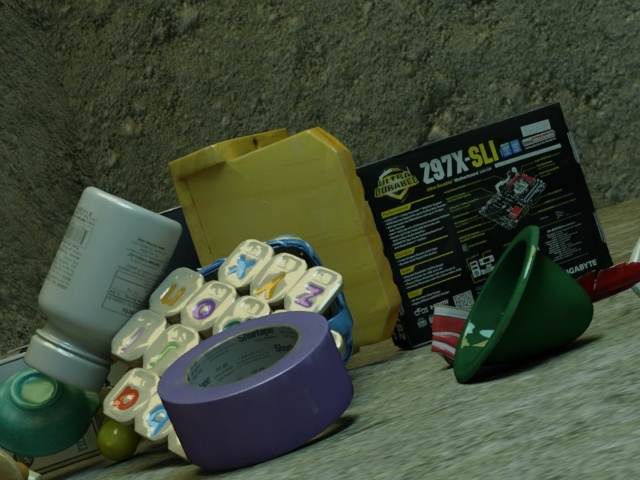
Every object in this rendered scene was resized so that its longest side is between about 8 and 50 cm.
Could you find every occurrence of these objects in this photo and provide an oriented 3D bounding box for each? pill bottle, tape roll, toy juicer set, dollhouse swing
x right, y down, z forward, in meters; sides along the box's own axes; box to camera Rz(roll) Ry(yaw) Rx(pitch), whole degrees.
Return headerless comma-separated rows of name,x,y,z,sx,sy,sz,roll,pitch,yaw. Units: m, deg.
pill bottle,-0.270,0.061,1.881,0.131,0.229,0.131,23,-1,0
tape roll,-0.066,0.151,1.584,0.189,0.080,0.189,-19,19,7
toy juicer set,-0.329,0.233,1.928,0.329,0.209,0.089,-36,-32,-33
dollhouse swing,0.000,0.000,2.175,0.305,0.346,0.315,-19,1,27

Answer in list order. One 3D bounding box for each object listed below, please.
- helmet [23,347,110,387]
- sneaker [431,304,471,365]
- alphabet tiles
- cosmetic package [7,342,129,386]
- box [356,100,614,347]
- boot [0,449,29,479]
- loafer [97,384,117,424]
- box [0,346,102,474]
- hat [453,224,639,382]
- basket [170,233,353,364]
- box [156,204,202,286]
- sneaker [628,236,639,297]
helmet,-0.426,0.238,2.381,0.169,0.169,0.162,-18,-15,38
sneaker,0.181,0.116,1.757,0.119,0.067,0.042,12,-7,-10
alphabet tiles,-0.109,0.122,1.761,0.284,0.021,0.278,21,62,39
cosmetic package,-0.394,0.222,2.726,0.113,0.160,0.309,-17,3,32
box,0.217,-0.022,2.114,0.322,0.257,0.079,-20,0,-15
boot,-0.355,0.253,1.552,0.295,0.104,0.211,-28,-5,28
loafer,-0.233,0.213,2.264,0.251,0.087,0.094,-19,1,-26
box,-0.449,0.251,2.077,0.290,0.169,0.087,-17,3,-5
hat,0.264,0.092,1.599,0.208,0.184,0.173,-61,6,30
basket,-0.077,0.111,1.893,0.255,0.201,0.289,-23,9,8
box,-0.215,0.092,2.534,0.183,0.296,0.294,-18,1,-2
sneaker,0.405,0.024,1.759,0.256,0.094,0.151,-42,-14,-40
